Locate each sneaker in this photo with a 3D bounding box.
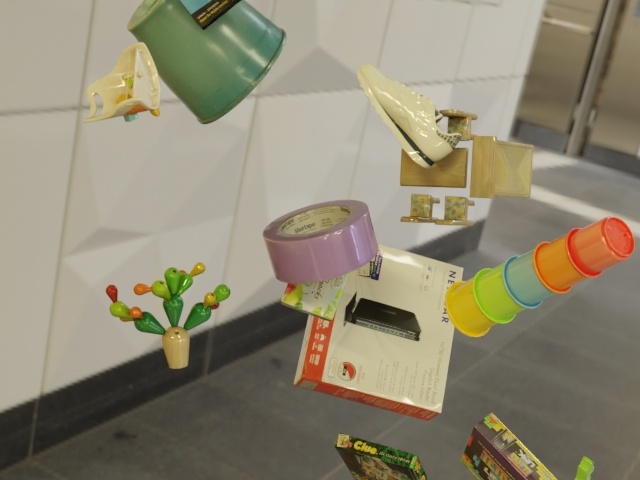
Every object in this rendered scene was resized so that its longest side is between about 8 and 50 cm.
[{"bbox_3d":[0.158,-0.243,1.851,0.235,0.095,0.090,52,18,9],"label":"sneaker"}]

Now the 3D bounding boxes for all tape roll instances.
[{"bbox_3d":[0.000,0.000,1.742,0.189,0.080,0.189,-14,18,5],"label":"tape roll"}]

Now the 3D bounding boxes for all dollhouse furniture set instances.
[{"bbox_3d":[0.241,-0.133,1.845,0.242,0.212,0.161,4,3,35],"label":"dollhouse furniture set"}]

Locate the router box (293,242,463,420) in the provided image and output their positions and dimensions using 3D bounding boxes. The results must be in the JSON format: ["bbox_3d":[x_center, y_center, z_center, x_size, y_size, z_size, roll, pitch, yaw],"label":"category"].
[{"bbox_3d":[0.127,0.178,2.130,0.301,0.335,0.082,15,-25,-7],"label":"router box"}]

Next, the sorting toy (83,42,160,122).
[{"bbox_3d":[-0.199,-0.143,0.992,0.075,0.045,0.083,-16,49,14],"label":"sorting toy"}]

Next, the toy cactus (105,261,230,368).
[{"bbox_3d":[-0.269,0.136,1.798,0.219,0.180,0.112,-9,9,-31],"label":"toy cactus"}]

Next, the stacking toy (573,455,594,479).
[{"bbox_3d":[0.457,0.470,1.596,0.052,0.221,0.167,-25,43,-36],"label":"stacking toy"}]

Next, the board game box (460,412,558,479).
[{"bbox_3d":[0.330,0.407,1.775,0.048,0.141,0.170,-31,60,-24],"label":"board game box"}]

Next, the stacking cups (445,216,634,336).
[{"bbox_3d":[0.312,0.049,1.474,0.096,0.096,0.316,1,-23,-33],"label":"stacking cups"}]

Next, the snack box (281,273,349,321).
[{"bbox_3d":[-0.002,0.067,1.851,0.100,0.141,0.037,20,-13,0],"label":"snack box"}]

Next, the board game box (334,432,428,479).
[{"bbox_3d":[0.116,0.396,1.665,0.136,0.259,0.030,10,60,22],"label":"board game box"}]

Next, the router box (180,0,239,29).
[{"bbox_3d":[-0.195,-0.506,1.911,0.133,0.179,0.046,52,1,-5],"label":"router box"}]

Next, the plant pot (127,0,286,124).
[{"bbox_3d":[-0.255,-0.431,2.136,0.255,0.271,0.271,42,5,-24],"label":"plant pot"}]
